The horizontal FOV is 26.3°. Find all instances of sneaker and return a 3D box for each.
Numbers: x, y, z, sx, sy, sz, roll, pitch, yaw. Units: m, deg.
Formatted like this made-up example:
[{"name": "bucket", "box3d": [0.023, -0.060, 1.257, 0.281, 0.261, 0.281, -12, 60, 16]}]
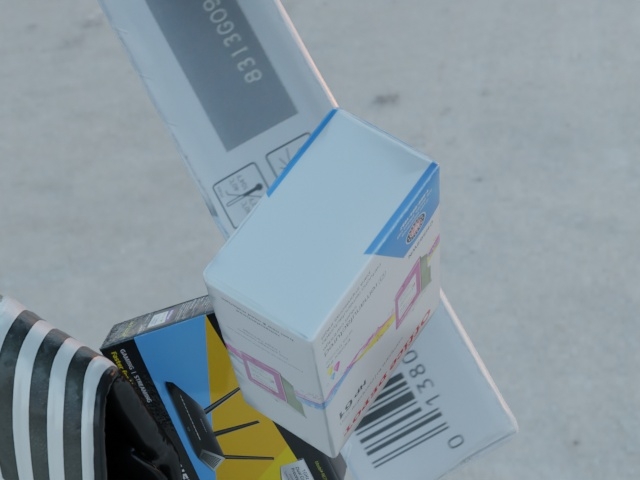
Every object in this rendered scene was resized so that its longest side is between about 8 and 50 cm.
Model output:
[{"name": "sneaker", "box3d": [-0.256, 0.227, 0.986, 0.257, 0.448, 0.169, 28, 37, 2]}]

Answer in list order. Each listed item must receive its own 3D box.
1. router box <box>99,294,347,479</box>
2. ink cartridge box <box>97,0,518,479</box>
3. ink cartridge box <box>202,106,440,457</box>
[{"name": "router box", "box3d": [-0.073, 0.130, 1.076, 0.133, 0.179, 0.046, -19, 22, 18]}, {"name": "ink cartridge box", "box3d": [0.000, 0.000, 0.855, 0.091, 0.308, 0.385, -29, -7, -1]}, {"name": "ink cartridge box", "box3d": [0.006, 0.021, 0.546, 0.052, 0.122, 0.088, 30, 68, 18]}]
